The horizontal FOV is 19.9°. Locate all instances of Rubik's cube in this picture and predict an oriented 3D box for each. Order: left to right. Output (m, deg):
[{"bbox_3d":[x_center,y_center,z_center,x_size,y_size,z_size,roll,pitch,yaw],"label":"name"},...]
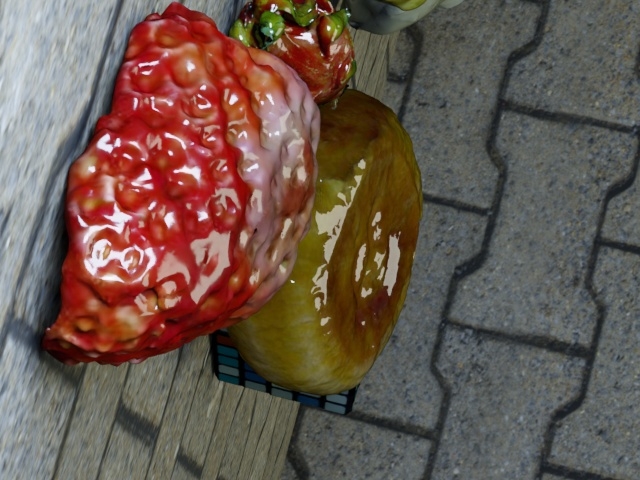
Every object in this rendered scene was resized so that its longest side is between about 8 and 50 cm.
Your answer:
[{"bbox_3d":[-0.022,0.082,2.230,0.187,0.182,0.184,95,11,-65],"label":"Rubik's cube"}]

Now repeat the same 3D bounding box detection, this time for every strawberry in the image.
[{"bbox_3d":[-0.091,-0.017,1.335,0.336,0.149,0.265,-65,169,-62],"label":"strawberry"}]

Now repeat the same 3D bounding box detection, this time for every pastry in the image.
[{"bbox_3d":[0.000,0.000,1.986,0.356,0.164,0.356,10,90,-69],"label":"pastry"}]

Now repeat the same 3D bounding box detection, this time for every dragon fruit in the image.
[{"bbox_3d":[-0.039,-0.188,1.750,0.175,0.138,0.142,9,72,-65],"label":"dragon fruit"}]

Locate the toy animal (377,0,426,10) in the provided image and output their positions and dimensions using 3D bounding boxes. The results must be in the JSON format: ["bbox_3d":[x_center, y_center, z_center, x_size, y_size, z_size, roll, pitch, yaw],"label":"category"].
[{"bbox_3d":[0.053,-0.409,1.746,0.181,0.180,0.363,-103,-158,-88],"label":"toy animal"}]

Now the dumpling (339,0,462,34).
[{"bbox_3d":[0.144,-0.391,2.498,0.318,0.243,0.187,116,-37,-53],"label":"dumpling"}]
